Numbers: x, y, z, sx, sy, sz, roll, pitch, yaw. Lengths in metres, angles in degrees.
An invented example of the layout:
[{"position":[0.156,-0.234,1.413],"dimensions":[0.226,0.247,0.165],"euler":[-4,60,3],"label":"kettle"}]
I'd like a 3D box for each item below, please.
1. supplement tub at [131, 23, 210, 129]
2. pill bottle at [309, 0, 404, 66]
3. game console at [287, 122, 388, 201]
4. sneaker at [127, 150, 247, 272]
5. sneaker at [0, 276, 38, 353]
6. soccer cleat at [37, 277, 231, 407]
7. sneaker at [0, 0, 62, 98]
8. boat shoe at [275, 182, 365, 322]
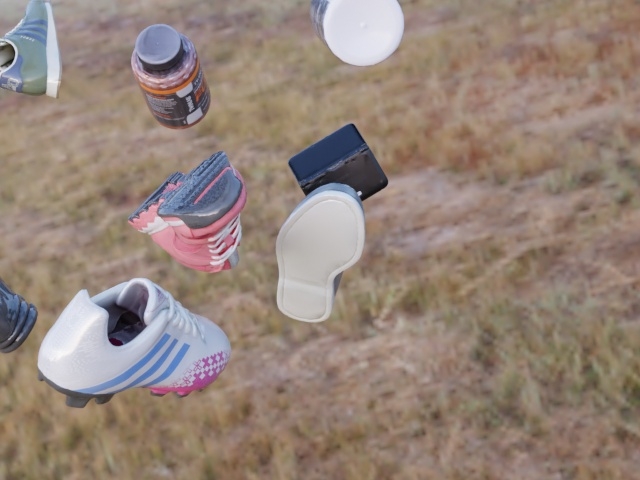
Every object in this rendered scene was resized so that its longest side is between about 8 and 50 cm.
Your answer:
[{"position":[-0.236,-0.259,2.155],"dimensions":[0.106,0.106,0.198],"euler":[-15,-21,-1],"label":"supplement tub"},{"position":[0.052,-0.362,2.228],"dimensions":[0.130,0.130,0.246],"euler":[-16,17,-3],"label":"pill bottle"},{"position":[0.027,-0.105,2.127],"dimensions":[0.122,0.107,0.071],"euler":[-31,11,3],"label":"game console"},{"position":[-0.139,-0.024,1.762],"dimensions":[0.116,0.136,0.314],"euler":[-47,13,-16],"label":"sneaker"},{"position":[-0.535,0.086,2.204],"dimensions":[0.104,0.147,0.296],"euler":[-46,30,6],"label":"sneaker"},{"position":[-0.193,0.110,1.632],"dimensions":[0.116,0.143,0.331],"euler":[36,19,23],"label":"soccer cleat"},{"position":[-0.389,-0.256,1.794],"dimensions":[0.086,0.064,0.192],"euler":[0,44,-18],"label":"sneaker"},{"position":[0.000,0.000,1.932],"dimensions":[0.116,0.319,0.099],"euler":[15,57,0],"label":"boat shoe"}]
